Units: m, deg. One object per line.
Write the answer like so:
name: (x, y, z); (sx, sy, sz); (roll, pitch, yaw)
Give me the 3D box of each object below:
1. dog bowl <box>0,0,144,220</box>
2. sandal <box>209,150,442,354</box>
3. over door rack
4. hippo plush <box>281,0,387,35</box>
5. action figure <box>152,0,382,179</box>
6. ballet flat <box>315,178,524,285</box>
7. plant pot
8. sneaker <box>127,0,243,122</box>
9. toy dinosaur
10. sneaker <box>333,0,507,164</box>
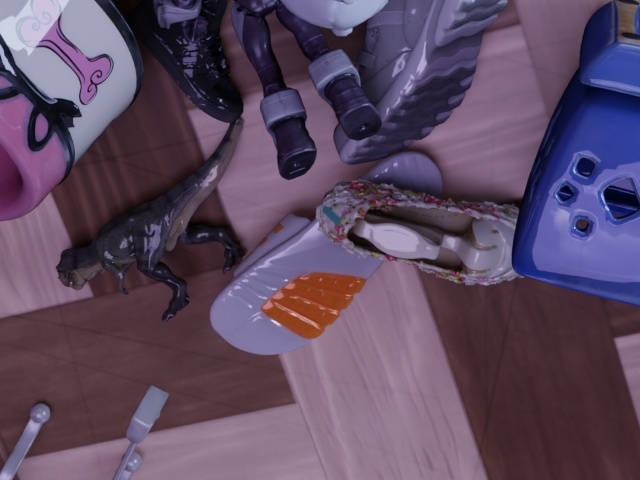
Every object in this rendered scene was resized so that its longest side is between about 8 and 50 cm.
dog bowl: (-0.368, -0.161, 1.545); (0.408, 0.150, 0.408); (19, 157, 8)
sandal: (0.007, 0.006, 1.726); (0.265, 0.076, 0.102); (-40, 115, 8)
over door rack: (-0.296, 0.186, 1.832); (0.239, 0.108, 0.324); (26, 138, -2)
hippo plush: (-0.005, -0.296, 1.427); (0.294, 0.234, 0.236); (-26, 77, 0)
action figure: (-0.049, -0.205, 1.581); (0.185, 0.099, 0.285); (-24, 77, 7)
ballet flat: (0.112, 0.003, 1.657); (0.241, 0.077, 0.091); (8, 110, -14)
plant pot: (0.306, -0.077, 1.539); (0.236, 0.236, 0.212); (14, 112, 5)
sneaker: (-0.113, -0.195, 1.659); (0.170, 0.051, 0.089); (47, 118, -7)
toy dinosaur: (-0.147, 0.001, 1.758); (0.268, 0.064, 0.118); (-36, 97, 21)
sneaker: (0.083, -0.190, 1.618); (0.115, 0.105, 0.281); (49, 126, 26)
